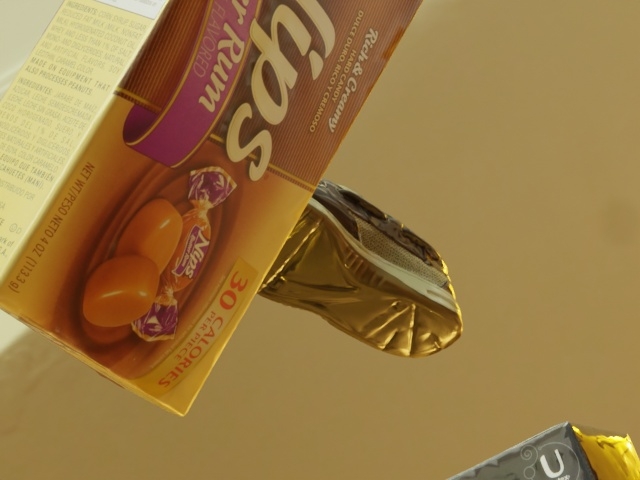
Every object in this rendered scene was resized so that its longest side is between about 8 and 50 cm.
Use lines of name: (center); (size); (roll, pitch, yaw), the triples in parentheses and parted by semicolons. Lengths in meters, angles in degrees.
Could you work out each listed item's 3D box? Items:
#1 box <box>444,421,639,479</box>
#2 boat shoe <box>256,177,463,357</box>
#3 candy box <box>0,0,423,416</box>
box: (0.240, 0.313, 1.522); (0.165, 0.143, 0.270); (19, -134, -60)
boat shoe: (0.001, 0.000, 1.093); (0.223, 0.080, 0.073); (32, -144, -30)
candy box: (-0.046, -0.045, 0.597); (0.187, 0.053, 0.109); (-59, -41, -9)
